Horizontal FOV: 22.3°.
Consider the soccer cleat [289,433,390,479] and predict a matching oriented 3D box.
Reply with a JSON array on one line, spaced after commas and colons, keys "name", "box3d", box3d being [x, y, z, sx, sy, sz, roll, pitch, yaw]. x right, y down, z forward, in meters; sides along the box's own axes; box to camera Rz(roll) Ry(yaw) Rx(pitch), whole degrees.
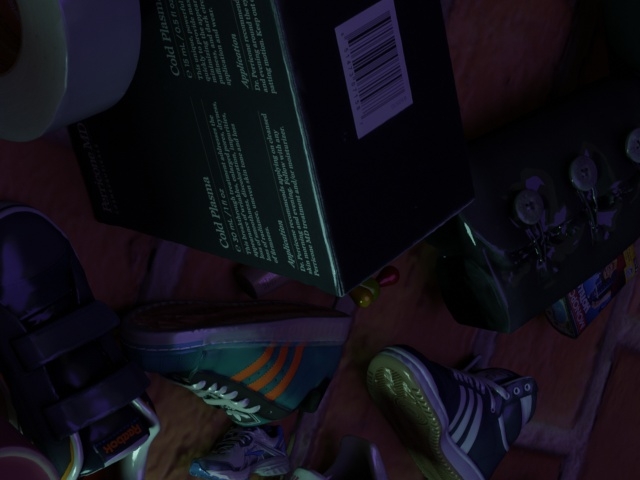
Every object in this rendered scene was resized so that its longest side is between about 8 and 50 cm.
[{"name": "soccer cleat", "box3d": [-0.043, 0.316, 1.656, 0.331, 0.116, 0.143, -36, 128, -43]}]

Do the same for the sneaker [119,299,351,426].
[{"name": "sneaker", "box3d": [-0.078, 0.124, 1.556, 0.302, 0.108, 0.121, 3, 99, -52]}]

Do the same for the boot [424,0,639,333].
[{"name": "boot", "box3d": [0.274, -0.151, 1.841, 0.445, 0.146, 0.367, -30, 95, -20]}]

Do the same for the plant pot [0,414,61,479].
[{"name": "plant pot", "box3d": [-0.306, 0.199, 1.287, 0.201, 0.180, 0.201, -16, 112, -44]}]

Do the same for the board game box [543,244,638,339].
[{"name": "board game box", "box3d": [0.292, 0.012, 1.962, 0.194, 0.060, 0.194, -41, 129, -30]}]

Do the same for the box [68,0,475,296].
[{"name": "box", "box3d": [-0.069, -0.169, 1.335, 0.179, 0.313, 0.343, -35, 126, -36]}]

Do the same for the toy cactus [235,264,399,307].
[{"name": "toy cactus", "box3d": [0.000, 0.000, 1.628, 0.180, 0.112, 0.219, -38, 136, -21]}]

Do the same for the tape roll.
[{"name": "tape roll", "box3d": [-0.232, -0.188, 1.223, 0.072, 0.219, 0.219, -27, 120, -38]}]

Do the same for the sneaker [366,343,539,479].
[{"name": "sneaker", "box3d": [0.154, 0.166, 1.827, 0.153, 0.099, 0.282, -49, 139, -19]}]

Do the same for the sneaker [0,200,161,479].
[{"name": "sneaker", "box3d": [-0.214, 0.120, 1.405, 0.126, 0.127, 0.321, -31, 121, -36]}]

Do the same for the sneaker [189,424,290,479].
[{"name": "sneaker", "box3d": [-0.083, 0.210, 1.633, 0.135, 0.052, 0.058, 0, 92, -54]}]
